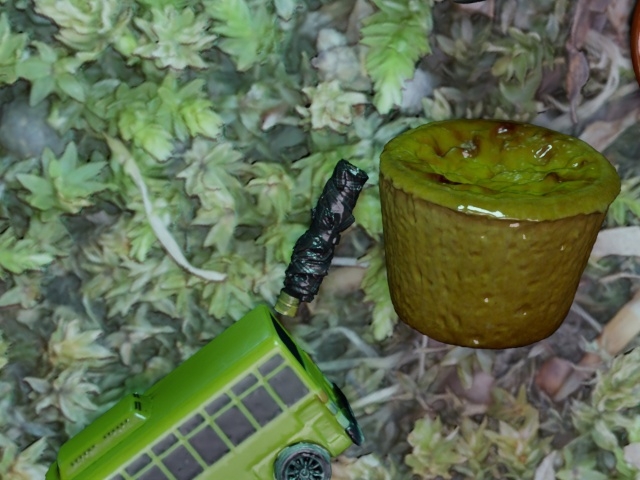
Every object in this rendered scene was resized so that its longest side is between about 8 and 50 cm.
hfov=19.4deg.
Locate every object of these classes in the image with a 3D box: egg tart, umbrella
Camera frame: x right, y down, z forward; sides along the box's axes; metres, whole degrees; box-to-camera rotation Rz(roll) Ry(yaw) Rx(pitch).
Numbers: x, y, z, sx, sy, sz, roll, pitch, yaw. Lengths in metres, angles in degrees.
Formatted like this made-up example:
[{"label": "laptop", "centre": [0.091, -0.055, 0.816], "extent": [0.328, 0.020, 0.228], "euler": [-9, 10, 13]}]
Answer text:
[{"label": "egg tart", "centre": [0.141, -0.002, 1.538], "extent": [0.202, 0.202, 0.147], "euler": [0, 114, -7]}, {"label": "umbrella", "centre": [0.000, 0.000, 1.595], "extent": [0.037, 0.040, 0.144], "euler": [19, 103, -24]}]

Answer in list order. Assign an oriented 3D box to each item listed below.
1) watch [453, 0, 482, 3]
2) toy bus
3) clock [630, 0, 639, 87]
[{"label": "watch", "centre": [0.126, -0.323, 1.404], "extent": [0.231, 0.196, 0.244], "euler": [40, 136, -20]}, {"label": "toy bus", "centre": [-0.108, 0.185, 1.585], "extent": [0.262, 0.128, 0.150], "euler": [-37, 105, 2]}, {"label": "clock", "centre": [0.364, -0.174, 1.587], "extent": [0.205, 0.051, 0.205], "euler": [-2, 106, -6]}]
